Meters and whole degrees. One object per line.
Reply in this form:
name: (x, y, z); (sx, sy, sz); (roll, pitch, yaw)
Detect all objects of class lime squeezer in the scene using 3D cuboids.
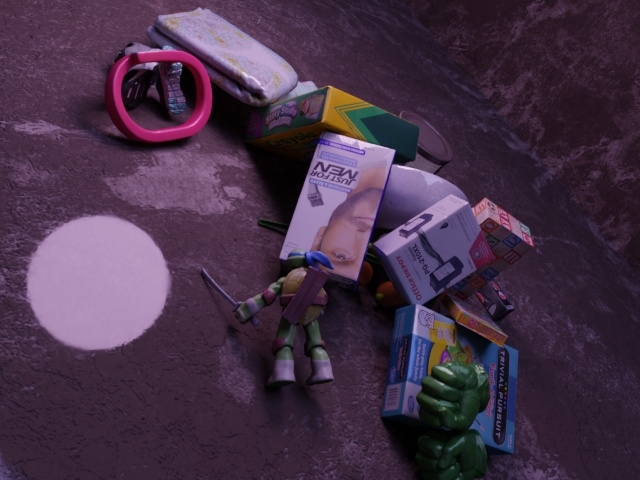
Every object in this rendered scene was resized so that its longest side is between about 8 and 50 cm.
lime squeezer: (0.000, 0.000, 1.587); (0.310, 0.059, 0.110); (19, 25, 6)

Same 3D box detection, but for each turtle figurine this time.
turtle figurine: (-0.073, 0.167, 1.313); (0.198, 0.275, 0.266); (31, 48, -59)

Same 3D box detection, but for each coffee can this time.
coffee can: (0.228, -0.219, 1.911); (0.201, 0.275, 0.201); (28, 36, -23)

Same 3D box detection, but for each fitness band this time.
fitness band: (-0.374, -0.338, 1.501); (0.054, 0.209, 0.291); (9, 19, 35)

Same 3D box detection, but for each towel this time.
towel: (-0.258, -0.508, 1.775); (0.374, 0.090, 0.320); (33, 28, -1)

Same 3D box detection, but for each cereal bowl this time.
cereal bowl: (0.219, -0.065, 1.714); (0.339, 0.339, 0.141); (26, 71, -24)

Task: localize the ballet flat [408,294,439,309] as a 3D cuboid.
ballet flat: (0.252, 0.174, 1.615); (0.057, 0.173, 0.049); (30, -6, 39)

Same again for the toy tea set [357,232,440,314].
toy tea set: (0.178, 0.097, 1.685); (0.336, 0.124, 0.200); (28, 65, -27)

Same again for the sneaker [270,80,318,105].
sneaker: (-0.044, -0.423, 2.024); (0.151, 0.094, 0.256); (49, 34, 4)

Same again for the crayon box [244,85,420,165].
crayon box: (0.024, -0.281, 1.709); (0.313, 0.363, 0.106); (14, 81, -36)

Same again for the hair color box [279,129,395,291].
hair color box: (0.042, -0.071, 1.494); (0.185, 0.110, 0.338); (16, 73, 5)

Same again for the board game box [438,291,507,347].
board game box: (0.370, 0.189, 1.562); (0.124, 0.039, 0.259); (29, 9, -3)

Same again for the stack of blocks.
stack of blocks: (0.427, 0.038, 1.810); (0.171, 0.297, 0.087); (30, 37, -18)

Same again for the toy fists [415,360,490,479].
toy fists: (0.271, 0.386, 1.314); (0.142, 0.279, 0.096); (-4, 10, -21)

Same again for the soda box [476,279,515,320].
soda box: (0.527, 0.164, 1.992); (0.053, 0.060, 0.169); (0, 51, -48)

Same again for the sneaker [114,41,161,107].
sneaker: (-0.465, -0.414, 1.575); (0.108, 0.100, 0.271); (22, 31, -14)

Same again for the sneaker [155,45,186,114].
sneaker: (-0.386, -0.399, 1.590); (0.076, 0.166, 0.065); (18, 27, 41)

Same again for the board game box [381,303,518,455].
board game box: (0.309, 0.325, 1.473); (0.336, 0.079, 0.253); (25, 61, -25)

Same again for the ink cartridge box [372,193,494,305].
ink cartridge box: (0.272, 0.027, 1.548); (0.172, 0.237, 0.100); (59, -5, -22)

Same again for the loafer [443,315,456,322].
loafer: (0.372, 0.295, 1.625); (0.251, 0.087, 0.094); (55, 33, -5)
